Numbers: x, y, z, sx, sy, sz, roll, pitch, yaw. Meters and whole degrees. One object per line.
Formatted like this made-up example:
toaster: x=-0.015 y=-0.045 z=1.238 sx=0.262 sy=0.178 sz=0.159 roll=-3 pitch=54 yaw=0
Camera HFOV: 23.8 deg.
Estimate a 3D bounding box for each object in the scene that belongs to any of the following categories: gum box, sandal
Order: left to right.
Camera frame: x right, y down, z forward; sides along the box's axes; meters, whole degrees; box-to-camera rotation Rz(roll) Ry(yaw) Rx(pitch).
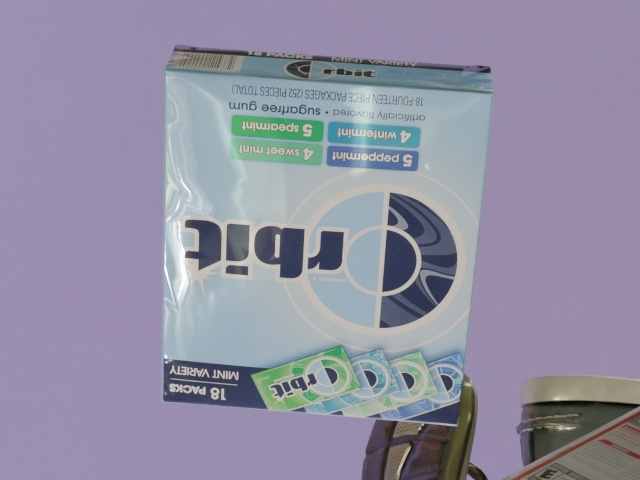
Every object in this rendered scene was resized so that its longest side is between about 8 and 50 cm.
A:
gum box: x=0.000 y=0.000 z=0.763 sx=0.157 sy=0.184 sz=0.041 roll=5 pitch=-154 yaw=1
sandal: x=0.089 y=0.229 z=1.062 sx=0.086 sy=0.302 sz=0.120 roll=-7 pitch=-166 yaw=-21

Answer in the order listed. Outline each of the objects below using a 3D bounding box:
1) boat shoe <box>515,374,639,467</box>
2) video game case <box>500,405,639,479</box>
boat shoe: x=0.294 y=0.163 z=1.074 sx=0.319 sy=0.116 sz=0.099 roll=9 pitch=-105 yaw=-4
video game case: x=0.278 y=0.124 z=0.924 sx=0.285 sy=0.025 sz=0.204 roll=-24 pitch=-162 yaw=-20
